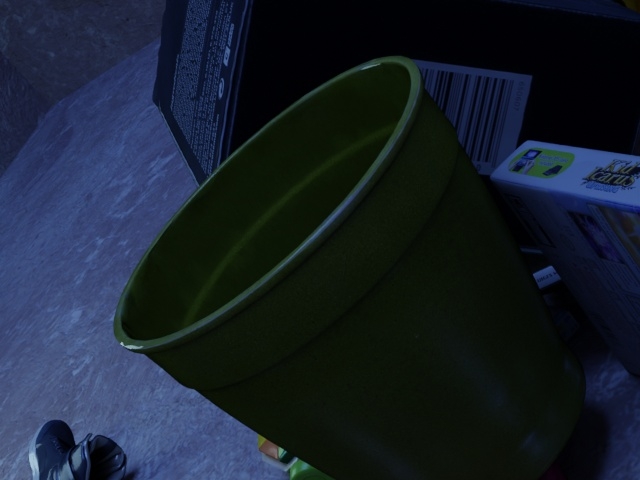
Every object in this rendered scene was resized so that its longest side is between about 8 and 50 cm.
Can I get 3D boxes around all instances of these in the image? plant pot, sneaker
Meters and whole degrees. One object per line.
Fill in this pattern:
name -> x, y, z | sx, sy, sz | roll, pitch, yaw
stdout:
plant pot -> 0.060, 0.078, 1.283 | 0.366, 0.353, 0.366 | -38, 20, 17
sneaker -> -0.351, 0.313, 1.964 | 0.163, 0.086, 0.226 | -44, 30, 22

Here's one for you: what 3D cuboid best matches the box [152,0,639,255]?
box -> 0.075, -0.207, 1.657 | 0.472, 0.479, 0.297 | -128, 45, -66

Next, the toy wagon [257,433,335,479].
toy wagon -> 0.031, 0.123, 1.584 | 0.344, 0.068, 0.267 | -52, 27, 35

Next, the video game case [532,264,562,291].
video game case -> 0.285, 0.025, 1.451 | 0.173, 0.022, 0.190 | -28, -9, 29

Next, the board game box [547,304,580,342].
board game box -> 0.205, 0.133, 1.509 | 0.154, 0.026, 0.103 | -46, 23, -11

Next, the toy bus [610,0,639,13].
toy bus -> 0.470, -0.380, 1.861 | 0.211, 0.220, 0.149 | 7, 38, 17

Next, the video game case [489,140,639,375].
video game case -> 0.303, 0.035, 1.216 | 0.061, 0.269, 0.244 | -44, 23, -12

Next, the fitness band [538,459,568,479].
fitness band -> 0.145, 0.290, 1.288 | 0.209, 0.054, 0.291 | -35, 22, 16
